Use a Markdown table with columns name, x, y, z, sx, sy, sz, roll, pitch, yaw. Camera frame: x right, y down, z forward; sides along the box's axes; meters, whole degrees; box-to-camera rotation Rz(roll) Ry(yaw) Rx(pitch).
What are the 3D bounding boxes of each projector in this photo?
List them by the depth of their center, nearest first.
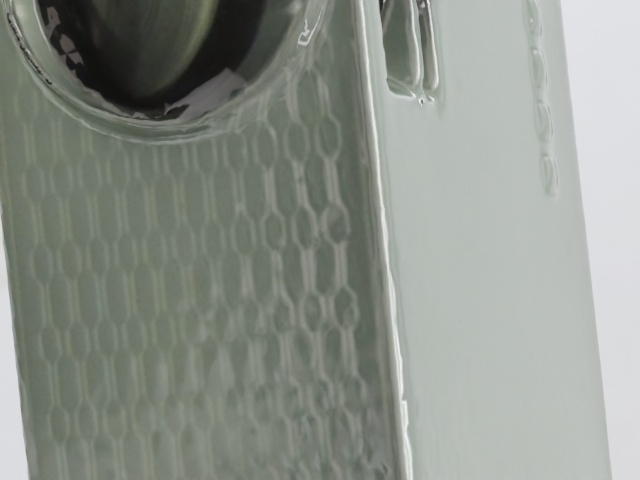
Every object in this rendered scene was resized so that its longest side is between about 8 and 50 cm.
| name | x | y | z | sx | sy | sz | roll | pitch | yaw |
| --- | --- | --- | --- | --- | --- | --- | --- | --- | --- |
| projector | 0.000 | 0.000 | 0.507 | 0.108 | 0.198 | 0.250 | -6 | -91 | 20 |
